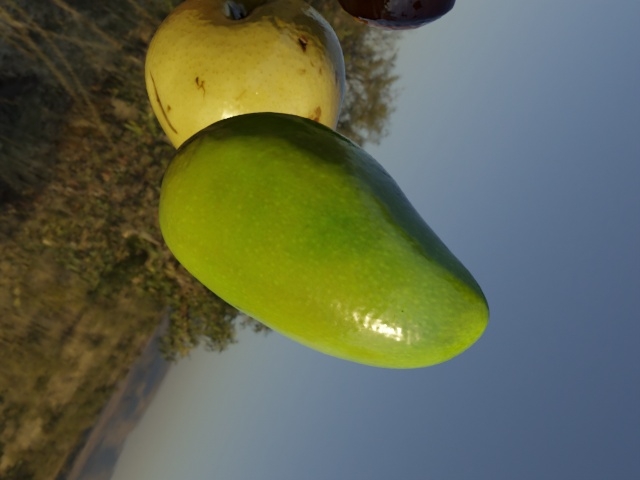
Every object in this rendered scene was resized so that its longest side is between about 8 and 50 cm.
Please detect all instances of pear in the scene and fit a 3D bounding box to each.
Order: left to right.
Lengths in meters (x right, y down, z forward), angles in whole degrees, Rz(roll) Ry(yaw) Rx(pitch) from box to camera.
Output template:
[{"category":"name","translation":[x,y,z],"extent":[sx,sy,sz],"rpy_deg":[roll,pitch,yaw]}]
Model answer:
[{"category":"pear","translation":[-0.106,-0.227,1.240],"extent":[0.309,0.309,0.309],"rpy_deg":[-61,-175,10]}]

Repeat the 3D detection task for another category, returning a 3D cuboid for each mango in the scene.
[{"category":"mango","translation":[0.000,0.000,0.769],"extent":[0.192,0.343,0.156],"rpy_deg":[-64,162,12]}]

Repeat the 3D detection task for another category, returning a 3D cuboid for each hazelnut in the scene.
[{"category":"hazelnut","translation":[0.106,-0.399,1.139],"extent":[0.208,0.208,0.208],"rpy_deg":[-61,-175,10]}]
